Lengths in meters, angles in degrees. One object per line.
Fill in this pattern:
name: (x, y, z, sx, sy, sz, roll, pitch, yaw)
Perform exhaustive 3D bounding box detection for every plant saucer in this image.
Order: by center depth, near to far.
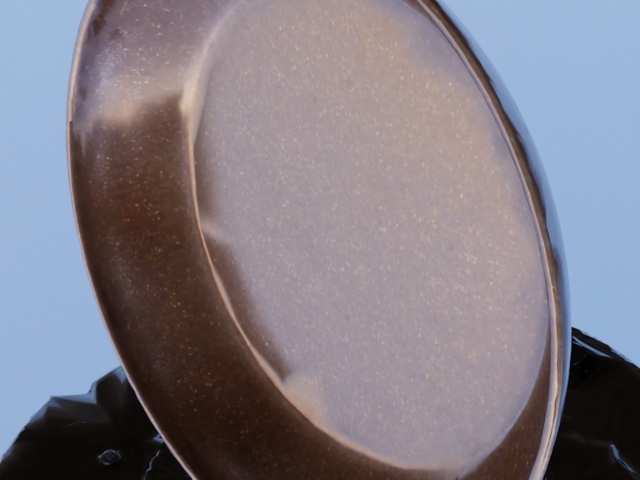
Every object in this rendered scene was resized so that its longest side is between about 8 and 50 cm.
plant saucer: (0.000, 0.000, 0.455, 0.036, 0.198, 0.198, -20, -134, -38)

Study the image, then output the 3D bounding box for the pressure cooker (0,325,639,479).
pressure cooker: (0.030, 0.279, 0.836, 0.370, 0.420, 0.375, 15, -144, 29)
